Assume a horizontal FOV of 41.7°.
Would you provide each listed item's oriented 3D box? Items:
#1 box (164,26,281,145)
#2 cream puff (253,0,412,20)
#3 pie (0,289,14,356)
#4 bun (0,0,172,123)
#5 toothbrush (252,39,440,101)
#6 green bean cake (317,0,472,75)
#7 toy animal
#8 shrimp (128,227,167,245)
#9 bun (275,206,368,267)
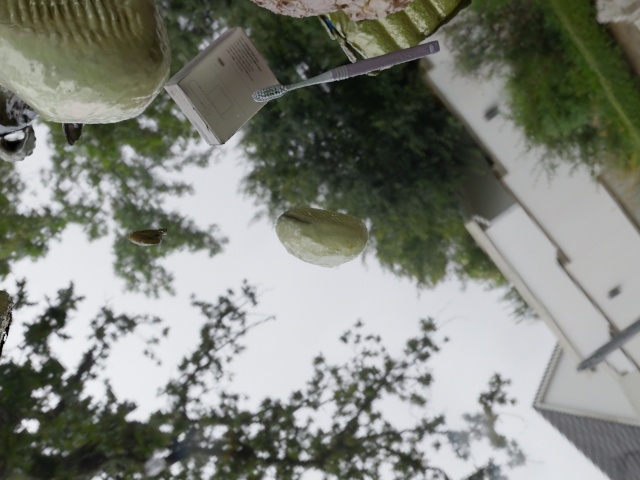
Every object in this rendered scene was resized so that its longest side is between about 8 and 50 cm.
[{"bbox_3d":[-0.255,-0.407,2.225,0.203,0.252,0.106,53,159,-25],"label":"box"},{"bbox_3d":[0.024,-0.346,0.880,0.303,0.303,0.212,19,-135,-61],"label":"cream puff"},{"bbox_3d":[-0.619,0.220,1.539,0.055,0.274,0.274,15,-150,-14],"label":"pie"},{"bbox_3d":[-0.419,-0.316,1.412,0.360,0.213,0.361,7,-142,-5],"label":"bun"},{"bbox_3d":[0.051,-0.292,1.443,0.029,0.353,0.024,-164,57,-71],"label":"toothbrush"},{"bbox_3d":[0.113,-0.520,1.633,0.202,0.310,0.285,41,-171,-45],"label":"green bean cake"},{"bbox_3d":[-0.622,-0.322,1.913,0.194,0.344,0.303,-104,8,-48],"label":"toy animal"},{"bbox_3d":[-0.353,-0.005,1.761,0.059,0.023,0.108,25,-158,32],"label":"shrimp"},{"bbox_3d":[0.000,0.000,1.980,0.222,0.128,0.222,6,-167,-1],"label":"bun"}]
